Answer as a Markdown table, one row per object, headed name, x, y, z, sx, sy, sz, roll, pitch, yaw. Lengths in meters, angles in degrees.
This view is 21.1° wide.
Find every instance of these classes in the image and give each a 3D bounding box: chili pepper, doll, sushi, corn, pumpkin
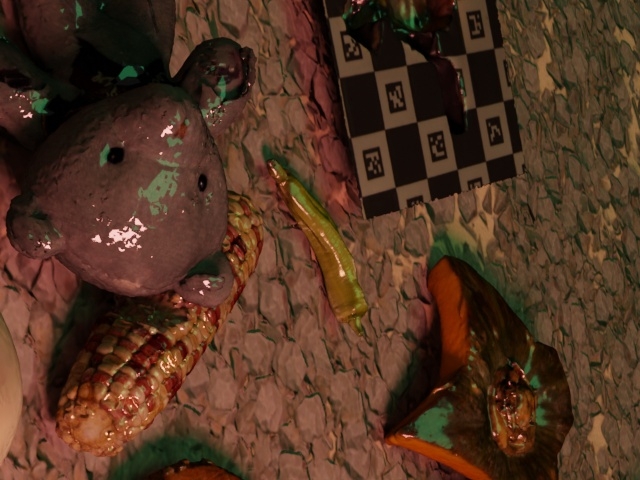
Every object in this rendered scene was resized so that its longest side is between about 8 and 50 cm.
| name | x | y | z | sx | sy | sz | roll | pitch | yaw |
| --- | --- | --- | --- | --- | --- | --- | --- | --- | --- |
| chili pepper | 0.000 | 0.000 | 1.728 | 0.049 | 0.043 | 0.208 | -35 | 108 | -27 |
| doll | -0.162 | -0.121 | 1.386 | 0.245 | 0.158 | 0.341 | 6 | 74 | -29 |
| sushi | 0.087 | -0.219 | 1.888 | 0.343 | 0.064 | 0.359 | -18 | 98 | -52 |
| corn | -0.135 | 0.064 | 1.456 | 0.098 | 0.098 | 0.290 | 61 | 40 | -27 |
| pumpkin | 0.191 | 0.200 | 1.907 | 0.290 | 0.095 | 0.258 | 49 | 48 | -33 |

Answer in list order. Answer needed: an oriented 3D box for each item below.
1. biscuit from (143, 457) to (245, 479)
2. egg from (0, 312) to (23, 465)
| name | x | y | z | sx | sy | sz | roll | pitch | yaw |
| --- | --- | --- | --- | --- | --- | --- | --- | --- | --- |
| biscuit | -0.109 | 0.339 | 1.475 | 0.305 | 0.038 | 0.305 | 18 | 69 | -55 |
| egg | -0.306 | 0.065 | 1.130 | 0.286 | 0.174 | 0.264 | 61 | 34 | -21 |
